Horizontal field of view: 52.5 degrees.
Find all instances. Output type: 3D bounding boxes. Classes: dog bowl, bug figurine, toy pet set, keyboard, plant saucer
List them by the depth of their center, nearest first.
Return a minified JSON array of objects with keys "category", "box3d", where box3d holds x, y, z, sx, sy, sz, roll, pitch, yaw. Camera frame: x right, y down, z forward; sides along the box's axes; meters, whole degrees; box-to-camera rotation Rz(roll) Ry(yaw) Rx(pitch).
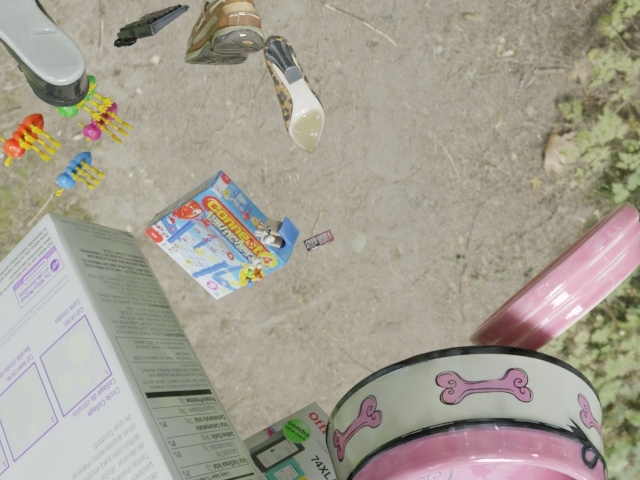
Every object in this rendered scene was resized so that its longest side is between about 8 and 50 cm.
[{"category":"dog bowl","box3d":[0.211,0.335,0.924,0.409,0.150,0.407,0,130,0]},{"category":"plant saucer","box3d":[0.387,0.078,1.040,0.332,0.332,0.084,-47,75,22]},{"category":"keyboard","box3d":[-0.291,-0.352,1.065,0.108,0.180,0.023,-44,120,-17]},{"category":"bug figurine","box3d":[-0.465,-0.195,1.206,0.072,0.279,0.216,39,83,11]},{"category":"toy pet set","box3d":[-0.087,0.019,1.213,0.065,0.114,0.122,16,135,8]}]

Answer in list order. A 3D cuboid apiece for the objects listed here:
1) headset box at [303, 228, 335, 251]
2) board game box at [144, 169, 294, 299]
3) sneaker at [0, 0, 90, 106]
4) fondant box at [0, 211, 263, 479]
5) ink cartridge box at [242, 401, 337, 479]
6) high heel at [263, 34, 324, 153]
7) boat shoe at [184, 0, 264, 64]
[{"category":"headset box","box3d":[0.000,0.000,1.656,0.083,0.062,0.032,-25,87,-1]},{"category":"board game box","box3d":[-0.288,-0.005,1.847,0.302,0.086,0.308,-28,116,35]},{"category":"sneaker","box3d":[-0.475,-0.330,1.033,0.105,0.147,0.295,-38,84,-20]},{"category":"fondant box","box3d":[-0.187,0.180,0.489,0.238,0.330,0.096,-42,153,15]},{"category":"ink cartridge box","box3d":[-0.069,0.464,1.149,0.270,0.198,0.197,-20,138,-35]},{"category":"high heel","box3d":[-0.064,-0.341,1.504,0.093,0.186,0.261,-21,137,-6]},{"category":"boat shoe","box3d":[-0.203,-0.441,1.364,0.123,0.324,0.119,-5,97,-29]}]
